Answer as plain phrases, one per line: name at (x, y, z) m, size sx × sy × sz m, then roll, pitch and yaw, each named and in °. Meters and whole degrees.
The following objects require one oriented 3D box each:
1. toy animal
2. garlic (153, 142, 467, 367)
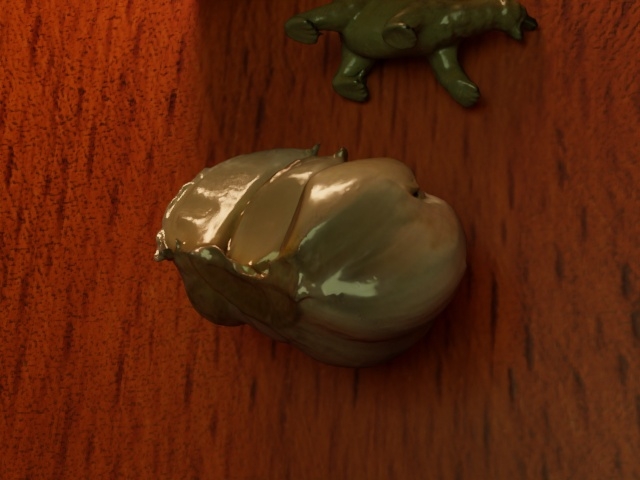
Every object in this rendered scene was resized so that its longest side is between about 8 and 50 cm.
toy animal at (0.086, -0.198, 1.330) m, size 0.219 × 0.103 × 0.101 m, roll 6°, pitch 50°, yaw 31°
garlic at (0.011, 0.012, 1.237) m, size 0.281 × 0.184 × 0.203 m, roll 2°, pitch 44°, yaw 46°
